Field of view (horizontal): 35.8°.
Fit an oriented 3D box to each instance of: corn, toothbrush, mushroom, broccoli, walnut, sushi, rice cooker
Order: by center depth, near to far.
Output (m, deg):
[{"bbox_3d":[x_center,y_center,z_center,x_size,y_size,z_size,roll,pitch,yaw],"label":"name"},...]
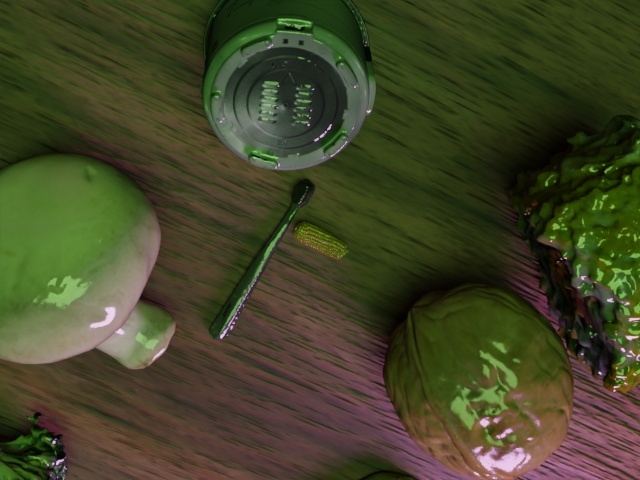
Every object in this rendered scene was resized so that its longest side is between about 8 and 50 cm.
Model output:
[{"bbox_3d":[-0.352,0.042,1.383,0.356,0.315,0.315,39,97,-4],"label":"mushroom"},{"bbox_3d":[-0.047,-0.239,1.386,0.241,0.227,0.280,1,125,-3],"label":"rice cooker"},{"bbox_3d":[0.429,0.012,1.430,0.240,0.396,0.351,-24,99,4],"label":"sushi"},{"bbox_3d":[0.241,0.213,1.524,0.252,0.277,0.313,-45,103,-27],"label":"walnut"},{"bbox_3d":[-0.535,0.326,1.526,0.304,0.165,0.145,33,130,-1],"label":"broccoli"},{"bbox_3d":[0.000,0.000,1.551,0.092,0.037,0.037,28,99,-12],"label":"corn"},{"bbox_3d":[-0.094,0.033,1.553,0.030,0.030,0.297,34,101,12],"label":"toothbrush"}]

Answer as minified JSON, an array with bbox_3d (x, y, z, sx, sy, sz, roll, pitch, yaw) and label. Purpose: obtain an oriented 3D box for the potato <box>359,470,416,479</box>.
[{"bbox_3d":[0.077,0.512,1.658,0.271,0.111,0.160,-37,108,4],"label":"potato"}]
